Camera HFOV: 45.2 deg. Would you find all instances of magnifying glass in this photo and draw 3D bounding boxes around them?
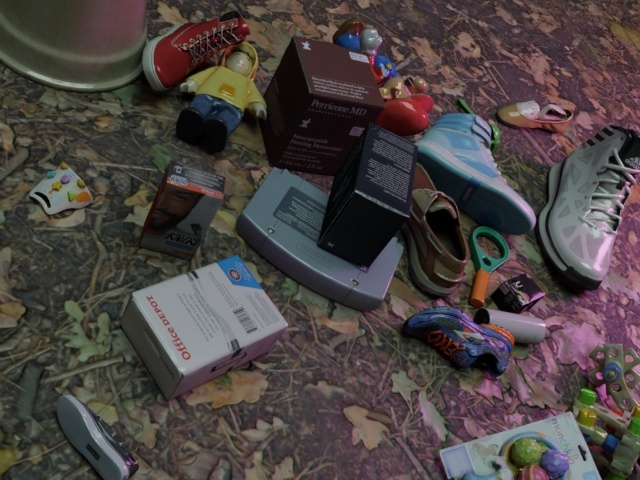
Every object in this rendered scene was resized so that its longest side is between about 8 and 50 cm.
[{"bbox_3d":[0.340,0.052,1.587,0.092,0.026,0.231,31,44,-4],"label":"magnifying glass"}]

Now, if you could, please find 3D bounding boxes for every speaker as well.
[{"bbox_3d":[0.363,0.166,1.478,0.136,0.055,0.055,11,48,-22],"label":"speaker"}]

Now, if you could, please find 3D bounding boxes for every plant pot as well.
[{"bbox_3d":[-0.438,-0.497,1.399,0.333,0.305,0.334,17,45,-18],"label":"plant pot"}]

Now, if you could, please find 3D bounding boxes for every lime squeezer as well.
[{"bbox_3d":[0.381,-0.243,1.851,0.109,0.059,0.311,24,45,-11],"label":"lime squeezer"}]

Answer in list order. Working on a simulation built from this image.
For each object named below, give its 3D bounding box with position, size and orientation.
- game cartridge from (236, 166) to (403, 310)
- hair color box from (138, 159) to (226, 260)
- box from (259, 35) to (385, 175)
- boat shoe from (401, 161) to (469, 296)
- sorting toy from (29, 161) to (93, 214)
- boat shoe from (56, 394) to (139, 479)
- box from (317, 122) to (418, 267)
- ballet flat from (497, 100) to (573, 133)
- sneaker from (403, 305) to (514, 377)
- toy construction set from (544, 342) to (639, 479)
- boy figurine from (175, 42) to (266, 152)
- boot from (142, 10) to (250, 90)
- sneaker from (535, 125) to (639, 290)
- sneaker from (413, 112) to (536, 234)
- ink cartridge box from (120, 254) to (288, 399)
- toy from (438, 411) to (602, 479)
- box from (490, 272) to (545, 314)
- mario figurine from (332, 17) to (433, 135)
[{"bbox_3d":[0.000,0.000,1.409,0.297,0.062,0.198,32,47,-2],"label":"game cartridge"},{"bbox_3d":[-0.222,-0.044,1.228,0.093,0.167,0.053,16,46,-18],"label":"hair color box"},{"bbox_3d":[-0.005,-0.262,1.527,0.168,0.203,0.167,6,50,-26],"label":"box"},{"bbox_3d":[0.227,-0.045,1.537,0.123,0.116,0.325,6,50,-27],"label":"boat shoe"},{"bbox_3d":[-0.424,-0.079,1.238,0.083,0.045,0.075,43,63,9],"label":"sorting toy"},{"bbox_3d":[-0.294,0.259,1.011,0.142,0.049,0.040,48,26,13],"label":"boat shoe"},{"bbox_3d":[0.087,-0.083,1.387,0.108,0.153,0.207,25,45,-11],"label":"box"},{"bbox_3d":[0.572,-0.337,2.036,0.232,0.073,0.080,2,51,-29],"label":"ballet flat"},{"bbox_3d":[0.252,0.182,1.382,0.221,0.083,0.087,18,54,-12],"label":"sneaker"},{"bbox_3d":[0.534,0.320,1.394,0.215,0.151,0.327,22,30,24],"label":"toy construction set"},{"bbox_3d":[-0.182,-0.291,1.527,0.177,0.092,0.285,22,46,-1],"label":"boy figurine"},{"bbox_3d":[-0.234,-0.378,1.500,0.176,0.088,0.244,-9,34,20],"label":"boot"},{"bbox_3d":[0.632,-0.110,1.737,0.169,0.257,0.448,26,44,-8],"label":"sneaker"},{"bbox_3d":[0.362,-0.166,1.695,0.319,0.127,0.208,35,57,0],"label":"sneaker"},{"bbox_3d":[-0.176,0.127,1.164,0.203,0.086,0.148,-20,66,-40],"label":"ink cartridge box"},{"bbox_3d":[0.321,0.360,1.208,0.237,0.056,0.137,-15,65,-7],"label":"toy"},{"bbox_3d":[0.398,0.110,1.550,0.083,0.052,0.062,-15,62,-40],"label":"box"},{"bbox_3d":[0.166,-0.377,1.760,0.198,0.170,0.321,-7,55,-37],"label":"mario figurine"}]
